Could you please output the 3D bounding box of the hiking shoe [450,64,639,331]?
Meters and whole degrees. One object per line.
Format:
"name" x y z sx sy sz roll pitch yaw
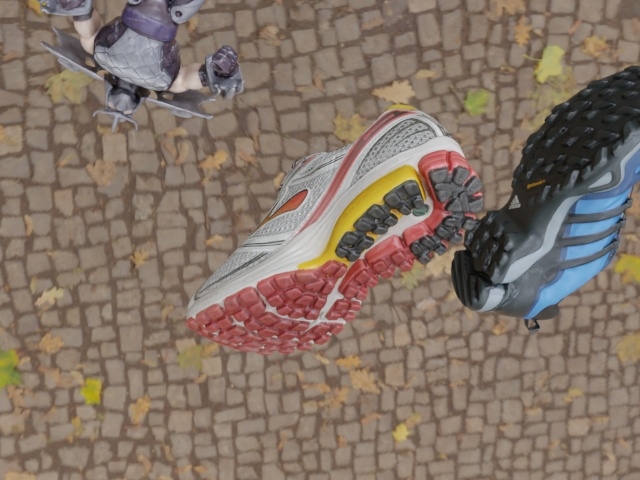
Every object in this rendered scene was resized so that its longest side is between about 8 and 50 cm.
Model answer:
"hiking shoe" 0.263 -0.040 0.755 0.132 0.113 0.304 20 123 -27

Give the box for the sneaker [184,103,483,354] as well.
"sneaker" 0.000 0.000 0.487 0.225 0.093 0.088 -35 135 21

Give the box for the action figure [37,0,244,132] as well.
"action figure" -0.135 -0.205 0.620 0.185 0.099 0.285 16 126 -25
